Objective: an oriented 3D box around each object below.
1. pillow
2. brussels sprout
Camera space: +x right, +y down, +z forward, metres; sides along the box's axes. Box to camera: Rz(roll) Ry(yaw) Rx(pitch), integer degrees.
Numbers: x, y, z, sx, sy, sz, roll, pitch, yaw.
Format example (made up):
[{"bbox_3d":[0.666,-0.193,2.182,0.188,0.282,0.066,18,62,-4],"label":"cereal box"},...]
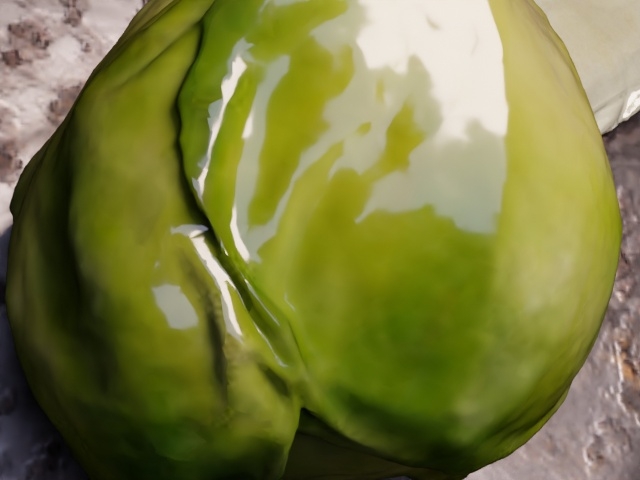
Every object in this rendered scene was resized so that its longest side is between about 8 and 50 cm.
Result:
[{"bbox_3d":[0.130,-0.109,0.842,0.229,0.051,0.128,-34,78,-29],"label":"pillow"},{"bbox_3d":[-0.001,0.000,0.665,0.260,0.227,0.294,13,92,-24],"label":"brussels sprout"}]
